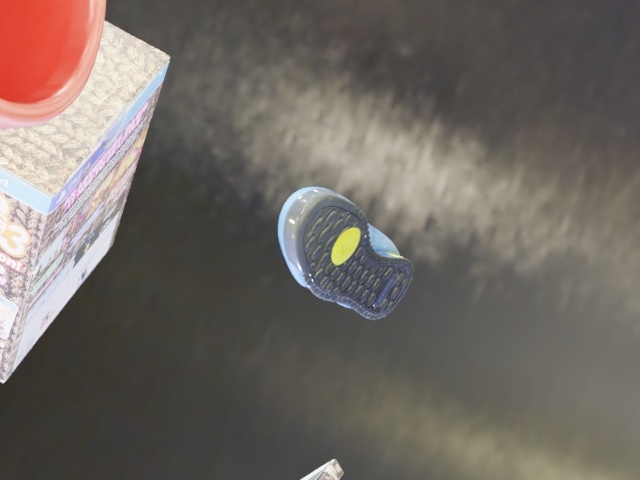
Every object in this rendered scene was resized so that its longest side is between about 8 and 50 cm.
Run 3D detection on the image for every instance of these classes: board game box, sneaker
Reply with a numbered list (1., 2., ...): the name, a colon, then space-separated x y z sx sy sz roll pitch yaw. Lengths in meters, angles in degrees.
1. board game box: -0.288 -0.050 1.871 0.232 0.141 0.291 -56 173 -44
2. sneaker: 0.000 0.000 1.421 0.069 0.082 0.209 -54 155 -1

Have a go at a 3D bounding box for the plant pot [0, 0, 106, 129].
1. plant pot: -0.284 -0.171 1.041 0.275 0.243 0.274 -13 90 -68

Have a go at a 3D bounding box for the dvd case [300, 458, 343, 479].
1. dvd case: -0.036 0.163 1.063 0.087 0.013 0.119 -34 -178 16
